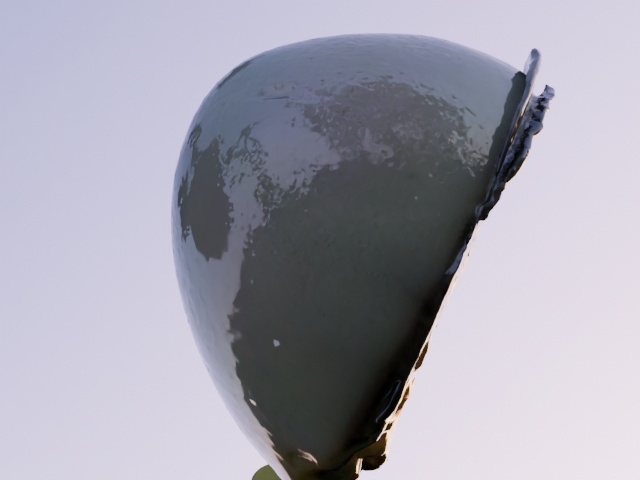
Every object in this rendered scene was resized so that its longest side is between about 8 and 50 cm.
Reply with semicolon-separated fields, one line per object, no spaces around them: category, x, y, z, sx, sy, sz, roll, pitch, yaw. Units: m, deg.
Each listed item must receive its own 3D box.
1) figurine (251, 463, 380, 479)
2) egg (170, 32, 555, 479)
figurine;0.033;0.195;1.220;0.178;0.109;0.129;-16;-33;28
egg;0.002;-0.004;1.074;0.286;0.174;0.264;107;-171;-60
